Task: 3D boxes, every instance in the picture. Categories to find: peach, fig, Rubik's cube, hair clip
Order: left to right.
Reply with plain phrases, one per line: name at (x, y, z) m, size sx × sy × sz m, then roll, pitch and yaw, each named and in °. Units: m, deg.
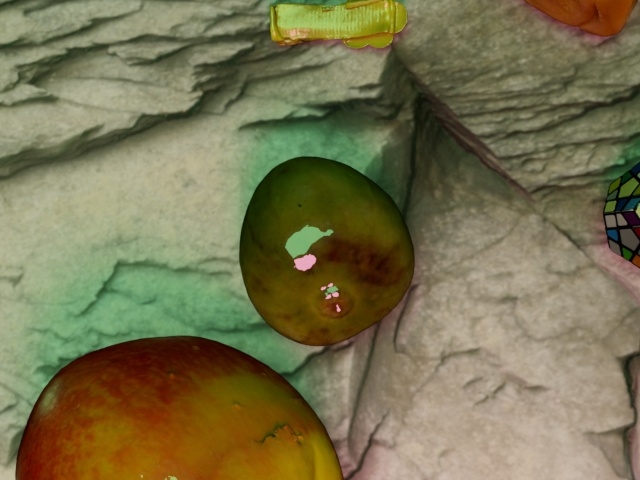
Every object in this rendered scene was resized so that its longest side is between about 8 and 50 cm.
peach at (-0.156, 0.276, 1.039) m, size 0.369 × 0.370 × 0.370 m, roll -1°, pitch 83°, yaw 9°
fig at (0.000, 0.000, 1.129) m, size 0.202 × 0.203 × 0.225 m, roll -26°, pitch 43°, yaw 5°
hair clip at (0.024, -0.273, 1.214) m, size 0.173 × 0.046 × 0.072 m, roll -4°, pitch 92°, yaw 10°
Rubik's cube at (0.386, -0.027, 1.093) m, size 0.111 × 0.133 × 0.133 m, roll -1°, pitch 82°, yaw 33°

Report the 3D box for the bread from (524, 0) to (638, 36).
bread at (0.253, -0.366, 1.127) m, size 0.294 × 0.167 × 0.132 m, roll 33°, pitch 89°, yaw 11°
